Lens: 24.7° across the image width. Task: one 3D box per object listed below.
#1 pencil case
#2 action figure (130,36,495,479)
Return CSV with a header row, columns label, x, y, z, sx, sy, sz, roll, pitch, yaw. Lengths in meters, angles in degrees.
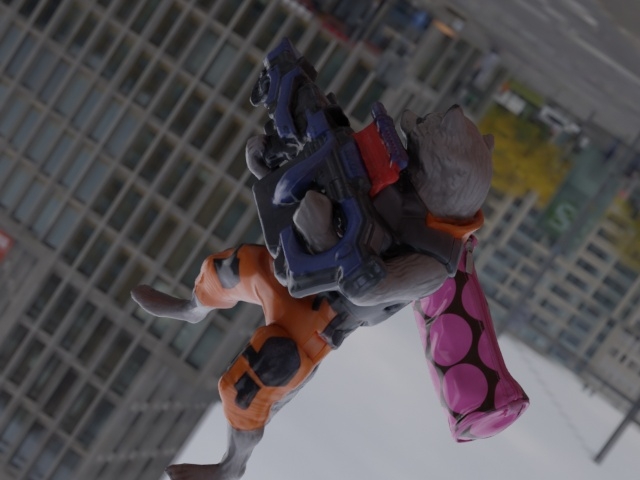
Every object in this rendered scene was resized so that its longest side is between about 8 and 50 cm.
label,x,y,z,sx,sy,sz,roll,pitch,yaw
pencil case,0.147,0.093,1.472,0.095,0.098,0.209,4,-119,-46
action figure,0.000,0.000,1.141,0.178,0.330,0.341,37,-152,-29
